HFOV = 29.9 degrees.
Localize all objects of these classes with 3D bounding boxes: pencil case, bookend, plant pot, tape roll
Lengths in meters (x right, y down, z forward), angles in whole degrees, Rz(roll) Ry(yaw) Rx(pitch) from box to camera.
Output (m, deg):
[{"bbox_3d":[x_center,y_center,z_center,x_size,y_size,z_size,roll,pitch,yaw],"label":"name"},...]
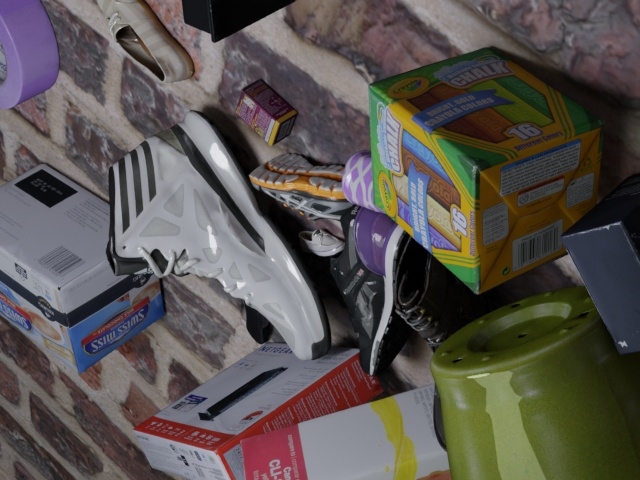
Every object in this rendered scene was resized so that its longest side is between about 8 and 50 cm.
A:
[{"bbox_3d":[0.125,-0.070,1.626,0.206,0.088,0.086,19,111,41],"label":"pencil case"},{"bbox_3d":[-0.144,-0.354,1.647,0.157,0.156,0.072,28,137,34],"label":"bookend"},{"bbox_3d":[0.304,0.258,1.455,0.366,0.366,0.352,-10,106,53],"label":"plant pot"},{"bbox_3d":[-0.607,-0.387,2.227,0.275,0.090,0.274,29,137,32],"label":"tape roll"}]

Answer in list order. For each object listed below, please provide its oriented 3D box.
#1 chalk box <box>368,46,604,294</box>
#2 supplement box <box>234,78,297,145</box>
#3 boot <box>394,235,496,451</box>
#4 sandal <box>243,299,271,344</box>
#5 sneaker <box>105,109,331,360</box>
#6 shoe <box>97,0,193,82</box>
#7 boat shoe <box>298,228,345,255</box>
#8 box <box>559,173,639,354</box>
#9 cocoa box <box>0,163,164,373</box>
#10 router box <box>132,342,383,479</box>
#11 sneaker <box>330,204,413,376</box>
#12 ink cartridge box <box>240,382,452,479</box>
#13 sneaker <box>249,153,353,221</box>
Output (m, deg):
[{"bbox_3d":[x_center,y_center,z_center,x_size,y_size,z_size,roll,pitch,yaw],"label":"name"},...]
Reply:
[{"bbox_3d":[0.173,-0.105,1.426,0.289,0.180,0.179,45,149,45],"label":"chalk box"},{"bbox_3d":[-0.083,-0.193,1.805,0.083,0.043,0.055,44,144,15],"label":"supplement box"},{"bbox_3d":[0.153,0.129,1.573,0.091,0.262,0.229,-8,151,27],"label":"boot"},{"bbox_3d":[-0.102,0.128,2.106,0.067,0.040,0.179,50,160,16],"label":"sandal"},{"bbox_3d":[-0.186,0.040,1.904,0.447,0.258,0.169,57,167,3],"label":"sneaker"},{"bbox_3d":[-0.294,-0.333,1.925,0.219,0.058,0.076,45,144,14],"label":"shoe"},{"bbox_3d":[0.000,0.000,1.877,0.100,0.035,0.035,9,128,54],"label":"boat shoe"},{"bbox_3d":[0.374,0.019,1.339,0.093,0.158,0.156,-18,104,52],"label":"box"},{"bbox_3d":[-0.508,0.050,2.344,0.347,0.231,0.227,30,139,32],"label":"cocoa box"},{"bbox_3d":[-0.110,0.281,1.969,0.335,0.301,0.082,-5,113,59],"label":"router box"},{"bbox_3d":[0.075,0.066,1.778,0.124,0.107,0.283,25,127,26],"label":"sneaker"},{"bbox_3d":[0.109,0.382,1.737,0.160,0.385,0.279,-105,-2,-61],"label":"ink cartridge box"},{"bbox_3d":[-0.023,-0.072,1.805,0.215,0.084,0.083,18,136,40],"label":"sneaker"}]
